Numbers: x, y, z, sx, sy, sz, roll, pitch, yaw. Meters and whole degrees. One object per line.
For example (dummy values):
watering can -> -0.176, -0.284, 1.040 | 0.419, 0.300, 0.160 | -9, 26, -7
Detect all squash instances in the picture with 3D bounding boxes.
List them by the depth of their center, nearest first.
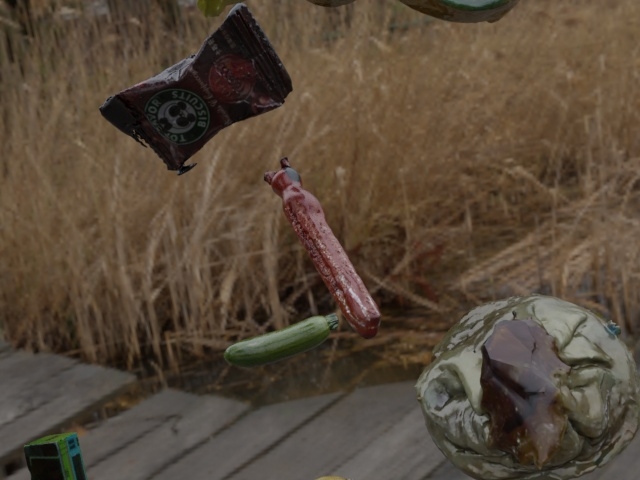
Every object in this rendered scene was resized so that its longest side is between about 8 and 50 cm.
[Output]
squash -> -0.081, 0.218, 1.984 | 0.258, 0.069, 0.069 | -18, 12, 1

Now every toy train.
toy train -> -0.245, 0.299, 0.936 | 0.044, 0.209, 0.042 | -11, 2, 26

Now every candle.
candle -> 0.000, 0.000, 1.226 | 0.048, 0.051, 0.329 | -23, 49, -8

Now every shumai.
shumai -> 0.171, 0.114, 0.804 | 0.201, 0.120, 0.201 | -11, 51, 13

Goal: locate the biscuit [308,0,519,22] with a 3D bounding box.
biscuit -> 0.070, -0.350, 0.919 | 0.287, 0.344, 0.057 | -46, 3, -18

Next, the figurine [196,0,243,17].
figurine -> -0.165, -0.565, 1.587 | 0.232, 0.340, 0.323 | 10, 38, 1

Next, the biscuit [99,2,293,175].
biscuit -> -0.158, -0.190, 1.244 | 0.235, 0.151, 0.063 | -32, 33, 9

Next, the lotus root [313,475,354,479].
lotus root -> -0.016, 0.495, 1.538 | 0.131, 0.146, 0.303 | -10, 20, 26
